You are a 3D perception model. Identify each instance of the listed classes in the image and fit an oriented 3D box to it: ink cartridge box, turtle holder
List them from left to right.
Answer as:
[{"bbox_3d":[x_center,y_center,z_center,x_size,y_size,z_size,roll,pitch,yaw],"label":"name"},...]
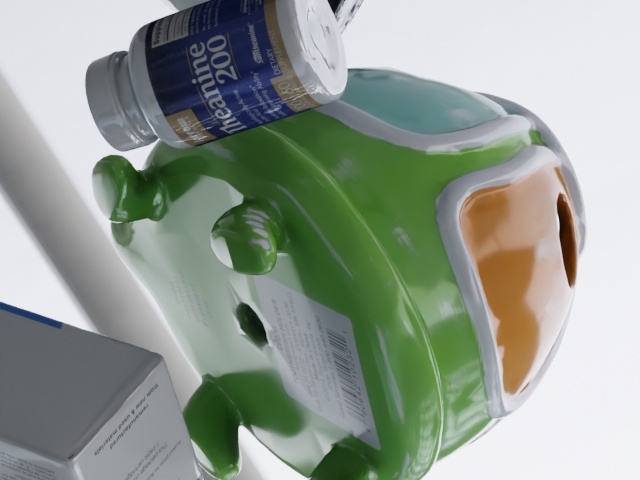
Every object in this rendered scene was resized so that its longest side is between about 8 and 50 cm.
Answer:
[{"bbox_3d":[-0.140,0.143,0.952,0.148,0.203,0.086,15,-134,31],"label":"ink cartridge box"},{"bbox_3d":[0.011,0.016,1.029,0.227,0.243,0.320,-31,-176,-26],"label":"turtle holder"}]

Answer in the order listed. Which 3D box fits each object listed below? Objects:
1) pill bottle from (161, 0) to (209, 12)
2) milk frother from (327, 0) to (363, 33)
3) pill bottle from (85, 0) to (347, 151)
[{"bbox_3d":[-0.106,-0.235,0.929,0.153,0.265,0.153,-13,-120,24],"label":"pill bottle"},{"bbox_3d":[-0.017,-0.228,1.196,0.143,0.135,0.129,-58,175,-3],"label":"milk frother"},{"bbox_3d":[-0.053,-0.084,0.860,0.120,0.067,0.067,-17,-156,20],"label":"pill bottle"}]
